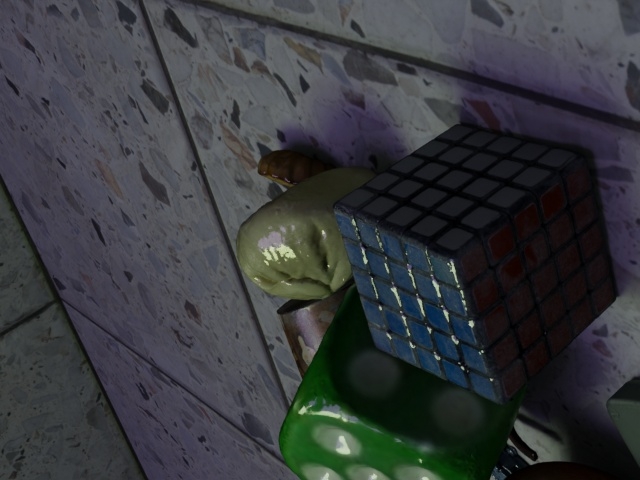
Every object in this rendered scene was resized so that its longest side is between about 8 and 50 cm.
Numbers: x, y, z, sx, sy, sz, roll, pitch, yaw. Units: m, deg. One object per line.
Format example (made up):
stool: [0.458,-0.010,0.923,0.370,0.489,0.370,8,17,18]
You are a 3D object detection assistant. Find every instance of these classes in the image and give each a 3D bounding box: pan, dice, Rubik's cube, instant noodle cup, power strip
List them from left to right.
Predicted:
instant noodle cup: [0.045,0.175,1.910,0.217,0.217,0.207,-14,103,63]
dice: [0.128,0.225,1.626,0.300,0.297,0.287,26,146,6]
Rubik's cube: [0.191,0.020,1.410,0.237,0.238,0.237,22,139,48]
pan: [0.282,0.282,1.803,0.212,0.040,0.115,36,149,48]
power strip: [0.492,0.300,1.442,0.265,0.059,0.193,59,158,-11]

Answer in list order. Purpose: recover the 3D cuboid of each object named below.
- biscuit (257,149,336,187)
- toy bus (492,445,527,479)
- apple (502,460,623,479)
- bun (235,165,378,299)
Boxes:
biscuit: [-0.035,-0.112,1.840,0.118,0.061,0.183,21,179,-39]
toy bus: [0.325,0.394,1.863,0.166,0.047,0.065,44,157,25]
apple: [0.362,0.487,1.594,0.277,0.348,0.348,11,146,1]
bun: [0.000,0.000,1.684,0.160,0.259,0.259,62,157,14]
